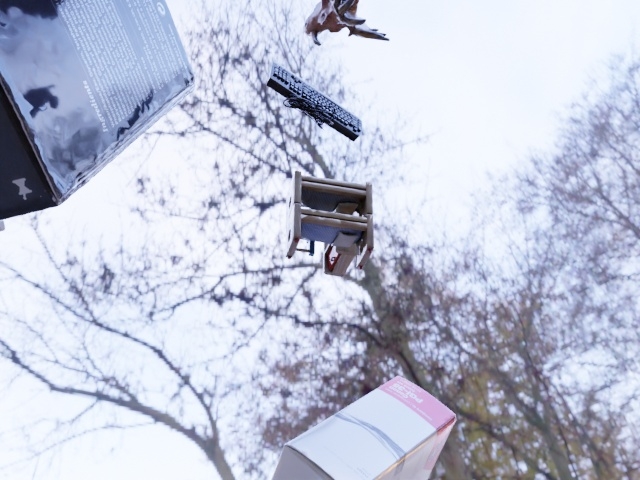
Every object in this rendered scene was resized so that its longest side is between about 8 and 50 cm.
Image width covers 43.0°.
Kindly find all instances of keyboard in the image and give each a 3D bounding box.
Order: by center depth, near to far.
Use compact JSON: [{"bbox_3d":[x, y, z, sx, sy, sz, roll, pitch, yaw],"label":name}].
[{"bbox_3d":[-0.001,-0.235,1.367,0.192,0.100,0.038,29,-50,-20],"label":"keyboard"}]

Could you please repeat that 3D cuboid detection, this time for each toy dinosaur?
[{"bbox_3d":[0.076,-0.372,1.078,0.127,0.296,0.200,29,-104,0],"label":"toy dinosaur"}]

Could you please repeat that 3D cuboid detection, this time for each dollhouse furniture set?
[{"bbox_3d":[0.000,0.000,1.323,0.129,0.129,0.184,8,-33,-11],"label":"dollhouse furniture set"}]

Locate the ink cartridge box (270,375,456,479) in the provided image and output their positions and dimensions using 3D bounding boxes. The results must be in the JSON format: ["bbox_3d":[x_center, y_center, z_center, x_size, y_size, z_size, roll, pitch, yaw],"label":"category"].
[{"bbox_3d":[0.046,0.336,1.126,0.117,0.283,0.207,34,-62,27],"label":"ink cartridge box"}]

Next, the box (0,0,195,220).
[{"bbox_3d":[-0.515,-0.226,1.194,0.479,0.472,0.298,-11,-64,20],"label":"box"}]

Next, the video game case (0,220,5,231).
[{"bbox_3d":[-0.748,-0.011,1.527,0.226,0.206,0.026,1,-79,36],"label":"video game case"}]
